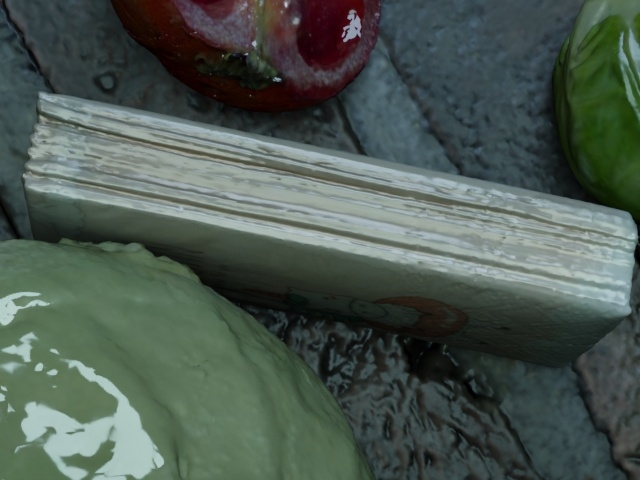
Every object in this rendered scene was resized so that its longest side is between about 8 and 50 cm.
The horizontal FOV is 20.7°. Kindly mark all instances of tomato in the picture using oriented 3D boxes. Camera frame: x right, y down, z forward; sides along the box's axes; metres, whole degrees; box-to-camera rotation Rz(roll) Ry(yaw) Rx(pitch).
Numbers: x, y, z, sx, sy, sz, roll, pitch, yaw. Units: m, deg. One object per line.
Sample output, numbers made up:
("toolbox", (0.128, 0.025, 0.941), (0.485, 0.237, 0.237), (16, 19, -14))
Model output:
("tomato", (-0.060, -0.164, 1.039), (0.189, 0.099, 0.173), (26, 60, -40))

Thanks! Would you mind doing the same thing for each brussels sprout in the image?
("brussels sprout", (0.211, -0.083, 1.034), (0.155, 0.117, 0.155), (0, 92, -4))

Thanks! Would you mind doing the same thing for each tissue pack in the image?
("tissue pack", (0.000, 0.000, 0.979), (0.325, 0.170, 0.071), (11, 76, -4))

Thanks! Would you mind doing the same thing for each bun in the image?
("bun", (-0.102, 0.177, 0.857), (0.364, 0.202, 0.364), (-3, 94, -44))
